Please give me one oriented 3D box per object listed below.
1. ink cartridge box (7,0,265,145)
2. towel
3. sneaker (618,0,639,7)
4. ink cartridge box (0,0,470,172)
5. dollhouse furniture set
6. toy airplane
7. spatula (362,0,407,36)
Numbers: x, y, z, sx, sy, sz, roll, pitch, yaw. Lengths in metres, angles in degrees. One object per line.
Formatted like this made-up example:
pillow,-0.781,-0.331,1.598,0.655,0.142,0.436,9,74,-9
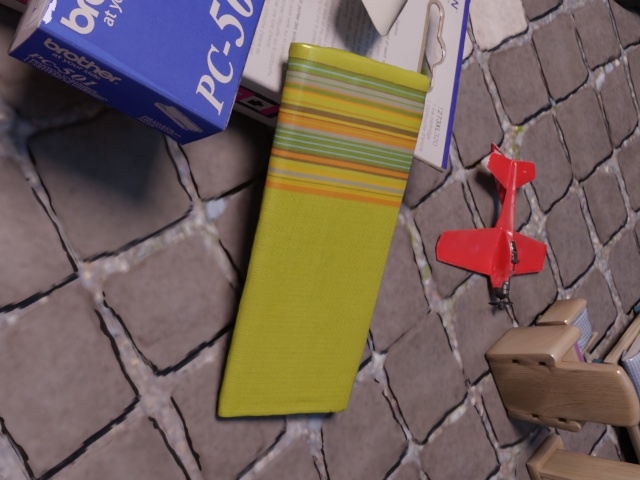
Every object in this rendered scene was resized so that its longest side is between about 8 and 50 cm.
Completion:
ink cartridge box,-0.069,-0.163,0.369,0.097,0.046,0.206,26,70,-35
towel,0.000,0.000,0.469,0.102,0.021,0.237,7,101,-32
sneaker,0.378,-0.306,0.832,0.178,0.072,0.077,17,64,-46
ink cartridge box,-0.049,-0.179,0.456,0.371,0.069,0.175,19,74,-35
dollhouse furniture set,0.357,0.150,0.686,0.303,0.198,0.286,-34,108,-37
toy airplane,0.163,-0.014,0.645,0.151,0.028,0.151,3,85,-38
spatula,0.050,-0.263,0.479,0.168,0.019,0.242,58,42,-34
